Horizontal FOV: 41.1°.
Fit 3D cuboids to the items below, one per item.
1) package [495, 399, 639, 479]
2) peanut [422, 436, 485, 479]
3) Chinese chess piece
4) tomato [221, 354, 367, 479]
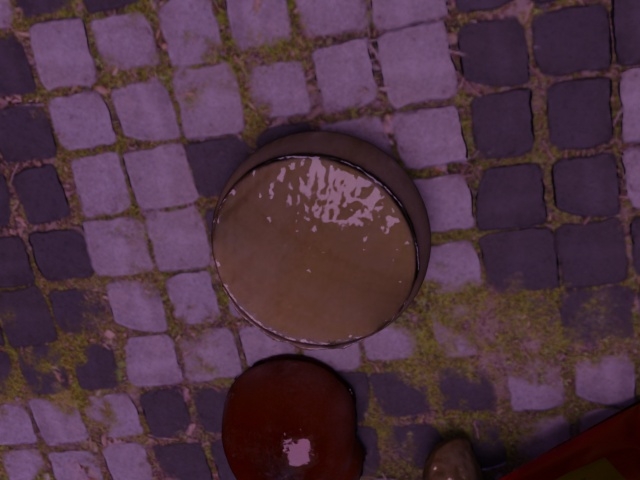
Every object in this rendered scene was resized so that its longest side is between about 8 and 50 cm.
[{"bbox_3d":[0.276,0.342,0.973,0.423,0.196,0.123,-29,103,0],"label":"package"},{"bbox_3d":[0.183,0.356,1.107,0.099,0.099,0.214,-3,106,12],"label":"peanut"},{"bbox_3d":[0.000,0.000,0.996,0.257,0.104,0.257,4,111,10],"label":"Chinese chess piece"},{"bbox_3d":[-0.049,0.272,1.111,0.199,0.112,0.228,-9,106,16],"label":"tomato"}]
